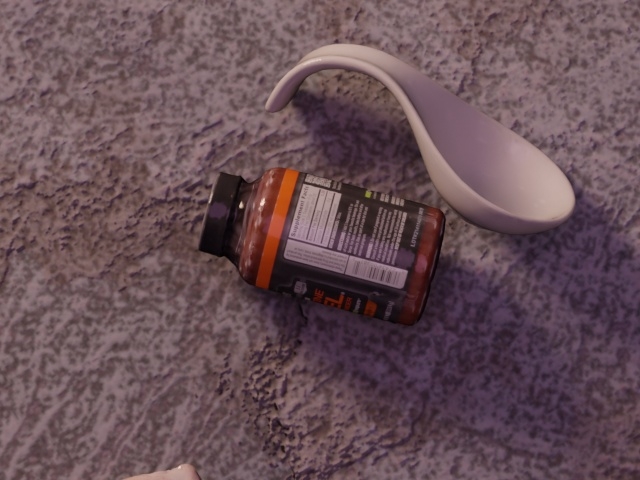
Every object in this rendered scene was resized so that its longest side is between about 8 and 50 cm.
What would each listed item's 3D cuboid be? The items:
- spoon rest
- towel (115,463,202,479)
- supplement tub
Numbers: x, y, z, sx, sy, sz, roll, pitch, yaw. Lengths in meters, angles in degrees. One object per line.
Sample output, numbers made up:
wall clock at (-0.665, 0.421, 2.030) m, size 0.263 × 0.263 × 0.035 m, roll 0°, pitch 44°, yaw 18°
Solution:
spoon rest at (0.093, -0.090, 1.589) m, size 0.276 × 0.137 × 0.084 m, roll 26°, pitch 122°, yaw 5°
towel at (-0.218, 0.353, 1.477) m, size 0.316 × 0.053 × 0.332 m, roll -9°, pitch 58°, yaw -8°
supplement tub at (0.000, 0.000, 1.578) m, size 0.197 × 0.106 × 0.106 m, roll 15°, pitch 82°, yaw 1°
